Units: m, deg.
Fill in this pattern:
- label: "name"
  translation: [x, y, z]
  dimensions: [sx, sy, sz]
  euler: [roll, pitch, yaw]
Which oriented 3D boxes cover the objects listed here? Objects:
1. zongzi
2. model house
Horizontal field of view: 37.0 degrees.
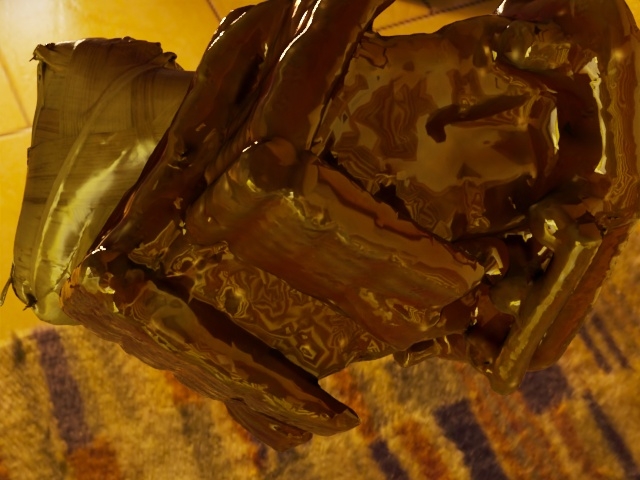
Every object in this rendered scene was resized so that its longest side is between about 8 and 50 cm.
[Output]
- label: "zongzi"
  translation: [-0.106, -0.027, 0.609]
  dimensions: [0.197, 0.195, 0.099]
  euler: [17, 9, 30]
- label: "model house"
  translation: [0.002, 0.000, 0.434]
  dimensions: [0.229, 0.199, 0.220]
  euler: [-16, 99, -20]
